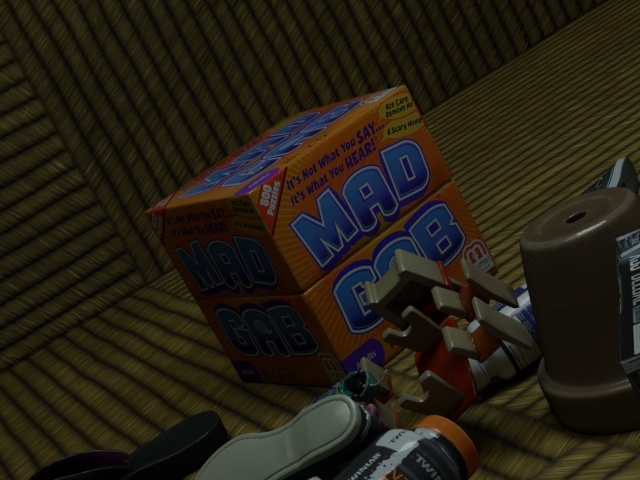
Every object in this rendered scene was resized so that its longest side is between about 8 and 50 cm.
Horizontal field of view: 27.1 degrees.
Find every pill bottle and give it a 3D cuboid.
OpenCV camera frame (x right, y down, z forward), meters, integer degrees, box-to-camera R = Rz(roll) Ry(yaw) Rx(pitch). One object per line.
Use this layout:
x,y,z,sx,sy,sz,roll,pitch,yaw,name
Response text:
0.259,0.130,1.807,0.169,0.094,0.094,-36,15,-4,pill bottle
0.073,0.300,1.492,0.246,0.130,0.130,-38,17,-34,pill bottle

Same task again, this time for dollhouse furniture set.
0.150,0.137,1.729,0.262,0.135,0.259,-48,31,26,dollhouse furniture set

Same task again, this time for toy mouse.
0.051,0.214,1.647,0.143,0.031,0.161,-52,30,20,toy mouse

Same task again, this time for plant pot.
0.354,0.065,1.598,0.263,0.229,0.263,-26,13,6,plant pot

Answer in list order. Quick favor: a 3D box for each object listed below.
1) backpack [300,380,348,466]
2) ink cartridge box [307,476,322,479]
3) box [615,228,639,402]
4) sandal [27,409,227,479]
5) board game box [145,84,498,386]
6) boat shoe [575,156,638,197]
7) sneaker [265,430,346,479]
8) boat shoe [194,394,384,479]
0.034,0.245,1.816,0.084,0.105,0.114,-10,17,49,backpack
0.038,0.355,1.213,0.117,0.201,0.278,-31,14,-14,ink cartridge box
0.366,0.140,1.279,0.077,0.242,0.307,-23,14,19,box
-0.361,0.377,2.089,0.446,0.107,0.167,-31,14,-12,sandal
0.000,0.000,2.235,0.356,0.356,0.357,-37,17,-30,board game box
0.475,-0.082,2.224,0.083,0.065,0.183,-18,18,31,boat shoe
-0.025,0.298,1.732,0.078,0.106,0.234,-35,16,-24,sneaker
-0.040,0.264,1.599,0.255,0.079,0.095,-33,45,20,boat shoe
